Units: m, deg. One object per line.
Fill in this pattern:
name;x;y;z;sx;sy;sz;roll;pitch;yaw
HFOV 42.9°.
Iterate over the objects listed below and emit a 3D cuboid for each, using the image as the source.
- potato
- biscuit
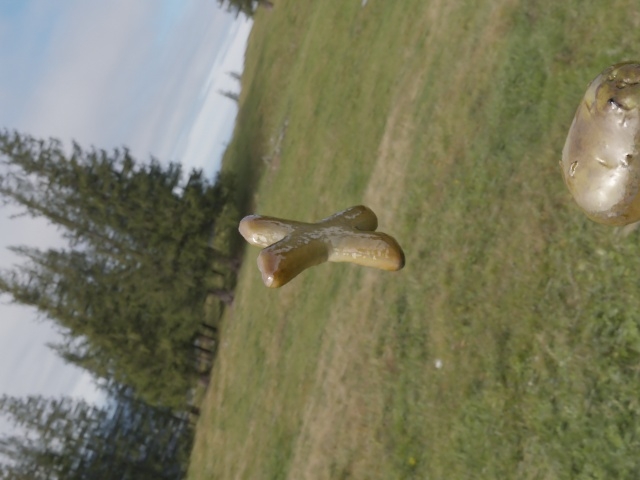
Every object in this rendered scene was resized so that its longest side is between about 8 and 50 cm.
potato;0.332;-0.105;0.877;0.137;0.137;0.176;-82;6;-59
biscuit;0.000;0.000;1.158;0.164;0.207;0.047;-125;34;-54
